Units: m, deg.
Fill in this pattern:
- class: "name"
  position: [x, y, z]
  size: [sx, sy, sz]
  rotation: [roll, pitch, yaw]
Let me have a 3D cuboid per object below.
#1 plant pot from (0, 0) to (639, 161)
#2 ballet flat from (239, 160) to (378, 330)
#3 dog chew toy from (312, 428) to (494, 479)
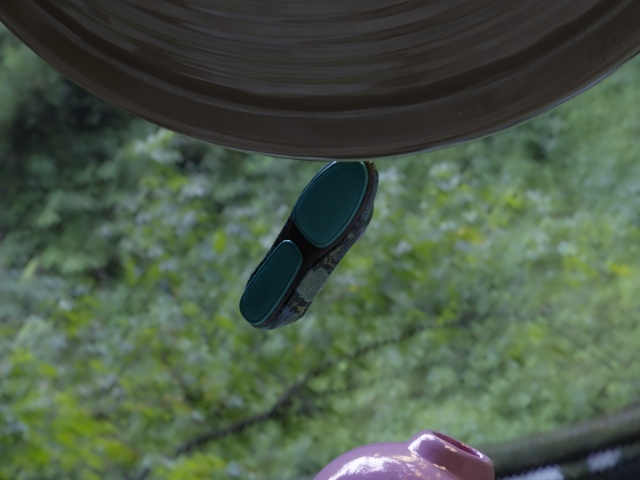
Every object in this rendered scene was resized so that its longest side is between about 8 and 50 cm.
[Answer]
- class: "plant pot"
  position: [-0.002, -0.136, 0.417]
  size: [0.237, 0.237, 0.110]
  rotation: [-54, -6, 7]
- class: "ballet flat"
  position: [0.000, 0.000, 1.575]
  size: [0.188, 0.070, 0.070]
  rotation: [-50, 16, 25]
- class: "dog chew toy"
  position: [0.003, 0.259, 1.011]
  size: [0.332, 0.206, 0.206]
  rotation: [-65, 15, 2]
